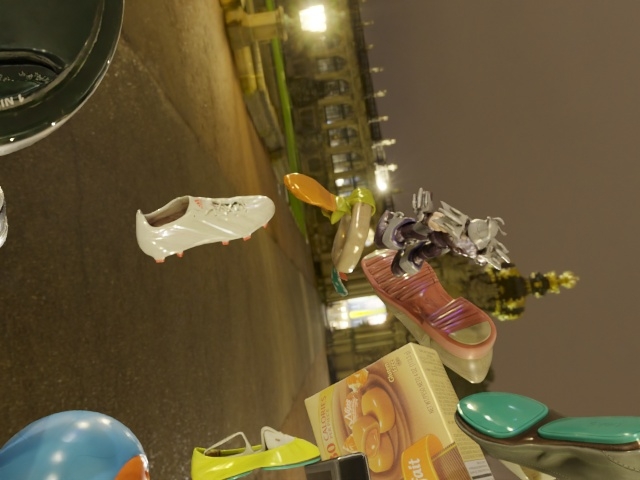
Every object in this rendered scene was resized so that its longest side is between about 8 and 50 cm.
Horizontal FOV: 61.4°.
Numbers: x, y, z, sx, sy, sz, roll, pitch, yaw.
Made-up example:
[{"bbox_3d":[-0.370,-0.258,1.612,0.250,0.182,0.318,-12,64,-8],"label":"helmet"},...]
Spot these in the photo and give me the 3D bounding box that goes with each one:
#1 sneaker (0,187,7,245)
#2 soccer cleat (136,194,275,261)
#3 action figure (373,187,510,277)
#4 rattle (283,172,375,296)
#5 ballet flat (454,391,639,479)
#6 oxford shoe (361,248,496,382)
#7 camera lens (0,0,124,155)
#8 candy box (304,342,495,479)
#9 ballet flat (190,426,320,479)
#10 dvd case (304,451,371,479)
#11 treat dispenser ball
[{"bbox_3d":[-0.510,-0.032,0.558,0.126,0.321,0.127,61,-39,21],"label":"sneaker"},{"bbox_3d":[-0.152,-0.032,0.735,0.068,0.196,0.076,45,-33,46],"label":"soccer cleat"},{"bbox_3d":[0.203,-0.011,0.928,0.185,0.099,0.285,43,-24,-17],"label":"action figure"},{"bbox_3d":[0.000,0.000,0.830,0.200,0.142,0.130,118,-32,-58],"label":"rattle"},{"bbox_3d":[0.180,0.167,0.424,0.213,0.072,0.068,-25,-98,67],"label":"ballet flat"},{"bbox_3d":[0.212,0.155,1.168,0.397,0.140,0.147,49,-24,50],"label":"oxford shoe"},{"bbox_3d":[-0.280,-0.175,0.331,0.219,0.274,0.219,-34,133,-47],"label":"camera lens"},{"bbox_3d":[0.115,0.311,0.663,0.087,0.183,0.316,24,38,-52],"label":"candy box"},{"bbox_3d":[-0.114,0.371,0.948,0.077,0.230,0.077,114,-35,-79],"label":"ballet flat"},{"bbox_3d":[0.022,0.289,0.480,0.239,0.029,0.179,108,-26,-65],"label":"dvd case"},{"bbox_3d":[-0.462,0.462,0.988,0.288,0.288,0.288,-8,90,-90],"label":"treat dispenser ball"}]
